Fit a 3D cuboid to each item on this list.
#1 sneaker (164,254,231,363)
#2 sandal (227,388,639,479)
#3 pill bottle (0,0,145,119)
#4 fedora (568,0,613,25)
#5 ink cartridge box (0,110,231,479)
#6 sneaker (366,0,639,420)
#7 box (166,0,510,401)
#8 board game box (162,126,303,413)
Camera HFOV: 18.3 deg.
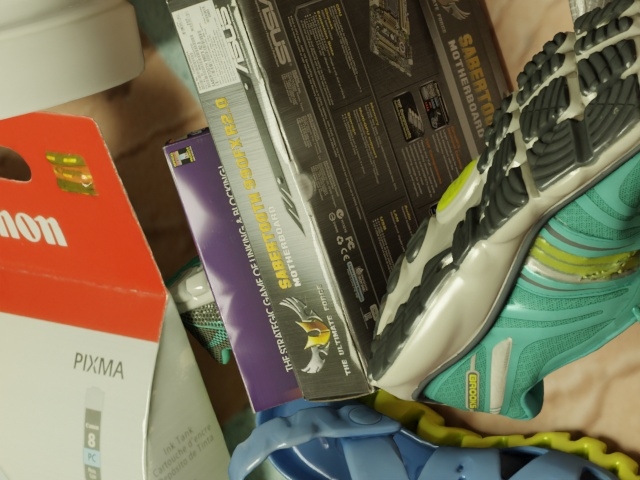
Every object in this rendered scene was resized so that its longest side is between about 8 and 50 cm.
[{"bbox_3d":[-0.031,0.036,1.277,0.166,0.065,0.076,-17,112,47],"label":"sneaker"},{"bbox_3d":[0.068,0.167,1.186,0.317,0.138,0.126,16,117,33],"label":"sandal"},{"bbox_3d":[-0.235,-0.279,1.188,0.229,0.229,0.407,0,108,41],"label":"pill bottle"},{"bbox_3d":[0.203,-0.124,0.948,0.244,0.124,0.275,25,123,32],"label":"fedora"},{"bbox_3d":[-0.216,0.090,1.372,0.308,0.091,0.385,8,127,41],"label":"ink cartridge box"},{"bbox_3d":[0.123,-0.011,0.947,0.110,0.107,0.275,22,134,-13],"label":"sneaker"},{"bbox_3d":[0.031,-0.052,1.087,0.056,0.183,0.231,-11,102,46],"label":"box"},{"bbox_3d":[0.000,0.000,1.178,0.141,0.048,0.170,-19,98,1],"label":"board game box"}]
